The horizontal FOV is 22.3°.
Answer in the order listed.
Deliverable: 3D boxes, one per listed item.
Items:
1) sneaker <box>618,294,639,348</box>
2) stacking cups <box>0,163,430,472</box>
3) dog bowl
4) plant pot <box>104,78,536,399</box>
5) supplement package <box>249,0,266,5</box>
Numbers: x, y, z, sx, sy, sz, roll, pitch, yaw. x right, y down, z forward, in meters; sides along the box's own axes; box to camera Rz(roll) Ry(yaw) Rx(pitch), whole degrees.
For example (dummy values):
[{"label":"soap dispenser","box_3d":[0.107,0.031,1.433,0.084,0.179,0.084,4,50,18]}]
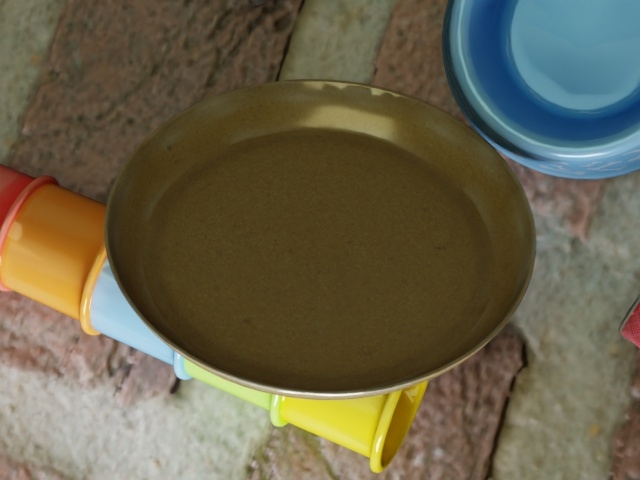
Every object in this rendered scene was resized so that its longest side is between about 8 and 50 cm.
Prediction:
[{"label":"sneaker","box_3d":[0.228,0.016,0.871,0.136,0.116,0.314,-2,85,11]},{"label":"stacking cups","box_3d":[-0.093,0.034,0.937,0.316,0.096,0.096,20,89,11]},{"label":"dog bowl","box_3d":[0.169,-0.173,0.890,0.166,0.074,0.297,25,102,9]},{"label":"plant pot","box_3d":[0.000,0.000,0.897,0.236,0.032,0.236,1,47,-1]},{"label":"supplement package","box_3d":[-0.049,-0.245,0.946,0.105,0.105,0.179,-31,81,6]}]
